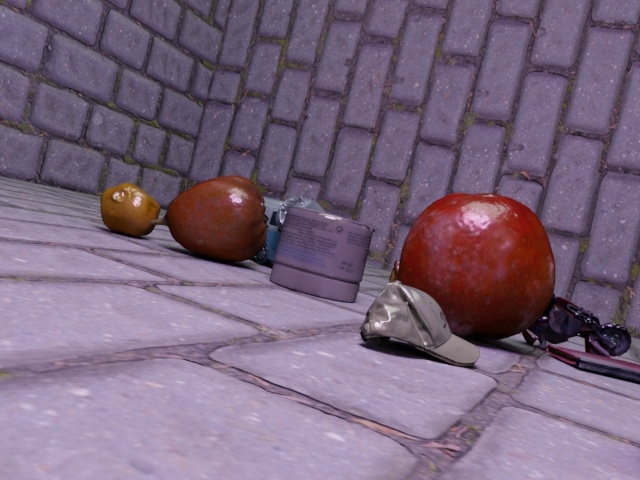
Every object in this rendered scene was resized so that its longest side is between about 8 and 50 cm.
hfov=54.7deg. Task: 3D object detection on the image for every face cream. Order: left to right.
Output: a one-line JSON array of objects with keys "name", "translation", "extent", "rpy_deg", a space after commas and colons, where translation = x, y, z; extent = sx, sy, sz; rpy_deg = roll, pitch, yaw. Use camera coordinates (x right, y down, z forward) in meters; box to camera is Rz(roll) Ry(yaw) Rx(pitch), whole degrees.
[{"name": "face cream", "translation": [0.003, 0.025, 1.199], "extent": [0.177, 0.153, 0.177], "rpy_deg": [16, 1, 0]}]

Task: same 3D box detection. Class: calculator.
[{"name": "calculator", "translation": [0.000, 0.000, 1.432], "extent": [0.246, 0.045, 0.141], "rpy_deg": [49, 41, -1]}]

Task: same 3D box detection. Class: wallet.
[{"name": "wallet", "translation": [0.534, 0.228, 1.102], "extent": [0.232, 0.025, 0.119], "rpy_deg": [14, 2, -8]}]

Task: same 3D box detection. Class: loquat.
[{"name": "loquat", "translation": [-0.420, -0.064, 1.371], "extent": [0.137, 0.113, 0.137], "rpy_deg": [7, -20, 3]}]

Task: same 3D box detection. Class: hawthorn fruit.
[{"name": "hawthorn fruit", "translation": [-0.235, -0.047, 1.319], "extent": [0.251, 0.200, 0.199], "rpy_deg": [0, 2, -5]}, {"name": "hawthorn fruit", "translation": [0.275, 0.051, 1.086], "extent": [0.284, 0.285, 0.284], "rpy_deg": [14, 1, 0]}]

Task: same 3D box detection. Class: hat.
[{"name": "hat", "translation": [0.129, 0.109, 0.779], "extent": [0.166, 0.081, 0.122], "rpy_deg": [24, 2, -9]}]

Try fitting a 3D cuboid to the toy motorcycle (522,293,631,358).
[{"name": "toy motorcycle", "translation": [0.484, 0.180, 1.207], "extent": [0.213, 0.122, 0.082], "rpy_deg": [28, 29, 18]}]

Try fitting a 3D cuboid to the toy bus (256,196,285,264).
[{"name": "toy bus", "translation": [-0.111, -0.020, 1.570], "extent": [0.133, 0.165, 0.271], "rpy_deg": [14, 1, -38]}]

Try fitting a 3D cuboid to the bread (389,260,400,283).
[{"name": "bread", "translation": [0.288, 0.119, 1.607], "extent": [0.181, 0.096, 0.222], "rpy_deg": [15, -1, 31]}]
